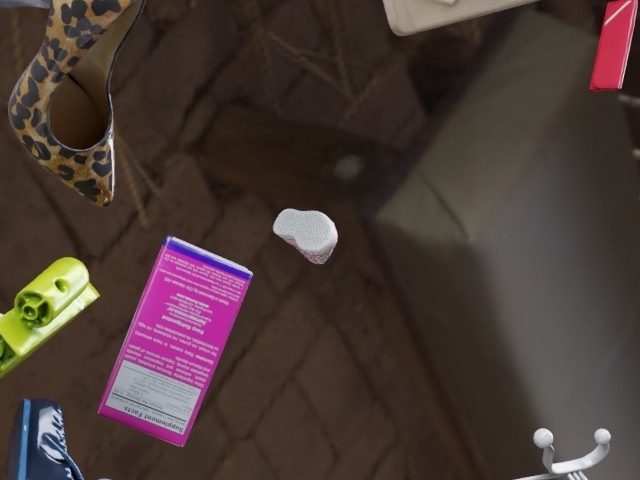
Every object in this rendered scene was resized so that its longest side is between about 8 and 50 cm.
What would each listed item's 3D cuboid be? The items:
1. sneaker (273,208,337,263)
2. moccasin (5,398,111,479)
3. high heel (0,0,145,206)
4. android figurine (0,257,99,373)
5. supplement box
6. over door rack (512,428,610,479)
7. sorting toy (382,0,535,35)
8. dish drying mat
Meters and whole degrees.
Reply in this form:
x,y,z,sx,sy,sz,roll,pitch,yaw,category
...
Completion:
x,y,z,sx,sy,sz,roll,pitch,yaw,category
0.000,0.000,1.751,0.070,0.134,0.051,35,83,-28,sneaker
-0.270,0.334,1.526,0.117,0.137,0.342,1,67,-19,moccasin
-0.200,-0.133,1.321,0.093,0.186,0.261,-45,128,-38,high heel
-0.323,0.106,1.454,0.056,0.248,0.273,49,30,-4,android figurine
-0.172,0.117,1.702,0.111,0.114,0.220,-162,-84,-84,supplement box
0.246,0.327,1.521,0.324,0.239,0.108,-12,139,-29,over door rack
0.146,-0.321,1.441,0.038,0.208,0.193,-123,-162,-82,sorting toy
0.253,-0.169,1.250,0.008,0.032,0.083,27,72,-44,dish drying mat
